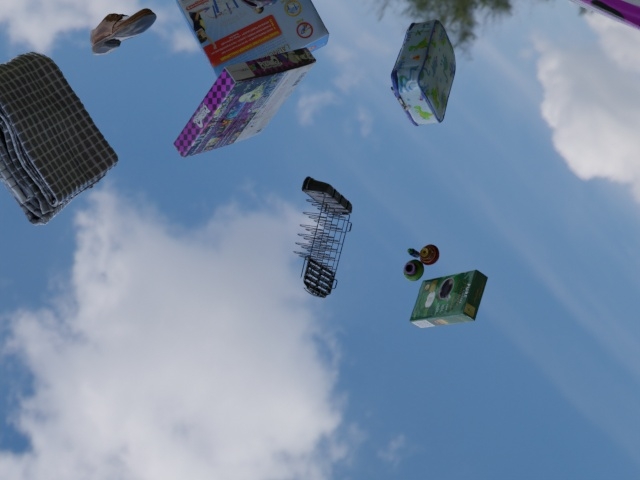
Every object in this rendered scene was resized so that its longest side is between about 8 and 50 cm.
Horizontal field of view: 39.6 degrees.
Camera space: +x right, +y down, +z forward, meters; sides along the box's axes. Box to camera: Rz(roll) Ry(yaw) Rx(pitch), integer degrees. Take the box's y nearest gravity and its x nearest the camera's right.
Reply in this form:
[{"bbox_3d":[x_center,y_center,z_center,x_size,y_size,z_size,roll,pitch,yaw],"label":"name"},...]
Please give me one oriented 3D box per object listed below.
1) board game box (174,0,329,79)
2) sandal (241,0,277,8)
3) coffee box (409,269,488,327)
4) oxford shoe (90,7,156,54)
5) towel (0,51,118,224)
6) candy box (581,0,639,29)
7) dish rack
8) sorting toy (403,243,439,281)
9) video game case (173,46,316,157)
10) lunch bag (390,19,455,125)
[{"bbox_3d":[-0.182,-0.577,2.265,0.301,0.308,0.086,63,174,3],"label":"board game box"},{"bbox_3d":[-0.176,-0.547,1.826,0.446,0.107,0.168,24,-177,30],"label":"sandal"},{"bbox_3d":[0.279,0.131,1.950,0.040,0.184,0.113,33,-117,-24],"label":"coffee box"},{"bbox_3d":[-0.486,-0.523,2.152,0.076,0.212,0.076,-9,-97,-59],"label":"oxford shoe"},{"bbox_3d":[-0.516,-0.195,1.624,0.283,0.121,0.235,59,-159,-14],"label":"towel"},{"bbox_3d":[0.354,-0.327,1.122,0.159,0.071,0.233,18,-161,-19],"label":"candy box"},{"bbox_3d":[0.000,0.000,2.164,0.074,0.271,0.208,9,169,24],"label":"dish rack"},{"bbox_3d":[0.216,0.043,1.981,0.042,0.102,0.061,25,-154,-53],"label":"sorting toy"},{"bbox_3d":[-0.141,-0.254,1.644,0.210,0.232,0.041,-26,-103,-43],"label":"video game case"},{"bbox_3d":[0.245,-0.386,2.073,0.176,0.090,0.219,51,-132,-46],"label":"lunch bag"}]
